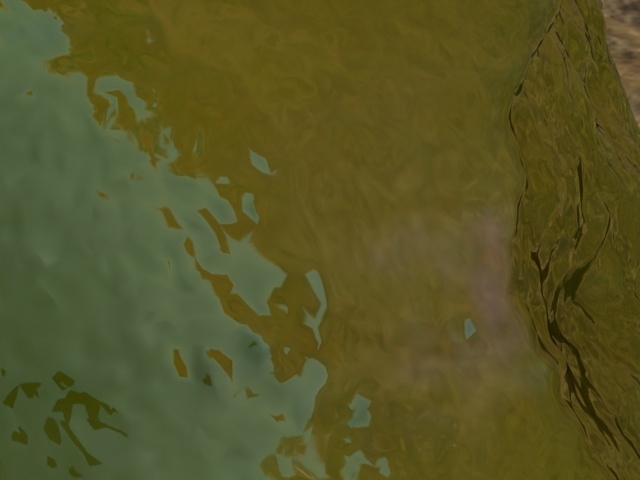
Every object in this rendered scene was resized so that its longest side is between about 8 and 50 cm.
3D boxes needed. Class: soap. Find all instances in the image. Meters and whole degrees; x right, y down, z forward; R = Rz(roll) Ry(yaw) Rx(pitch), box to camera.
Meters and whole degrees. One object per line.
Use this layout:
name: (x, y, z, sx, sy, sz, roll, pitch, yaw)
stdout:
soap: (0.002, -0.001, 0.620, 0.115, 0.427, 0.306, -26, 76, 51)
